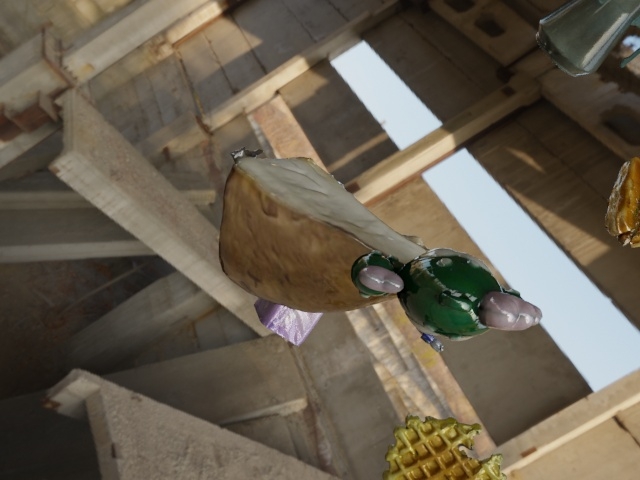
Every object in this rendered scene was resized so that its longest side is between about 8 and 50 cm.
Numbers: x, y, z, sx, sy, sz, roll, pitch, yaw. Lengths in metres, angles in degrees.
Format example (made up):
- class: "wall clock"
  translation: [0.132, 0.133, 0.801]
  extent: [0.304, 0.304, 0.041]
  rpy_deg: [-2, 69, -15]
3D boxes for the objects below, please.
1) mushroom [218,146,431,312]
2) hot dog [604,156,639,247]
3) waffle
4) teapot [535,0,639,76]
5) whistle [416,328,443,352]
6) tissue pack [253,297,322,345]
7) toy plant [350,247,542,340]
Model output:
- class: "mushroom"
  translation: [0.001, 0.043, 0.964]
  extent: [0.397, 0.314, 0.224]
  rpy_deg: [33, 31, 27]
- class: "hot dog"
  translation: [0.744, -0.094, 1.230]
  extent: [0.109, 0.270, 0.072]
  rpy_deg: [29, -29, -1]
- class: "waffle"
  translation: [0.268, 0.513, 1.129]
  extent: [0.056, 0.260, 0.250]
  rpy_deg: [-1, 100, -80]
- class: "teapot"
  translation: [0.611, -0.471, 1.107]
  extent: [0.203, 0.225, 0.171]
  rpy_deg: [48, 44, 3]
- class: "whistle"
  translation: [0.250, 0.226, 1.196]
  extent: [0.083, 0.029, 0.033]
  rpy_deg: [46, -34, 18]
- class: "tissue pack"
  translation: [-0.040, 0.123, 1.564]
  extent: [0.160, 0.338, 0.242]
  rpy_deg: [36, -1, -17]
- class: "toy plant"
  translation: [0.163, 0.068, 0.672]
  extent: [0.232, 0.113, 0.243]
  rpy_deg: [14, 1, 28]
